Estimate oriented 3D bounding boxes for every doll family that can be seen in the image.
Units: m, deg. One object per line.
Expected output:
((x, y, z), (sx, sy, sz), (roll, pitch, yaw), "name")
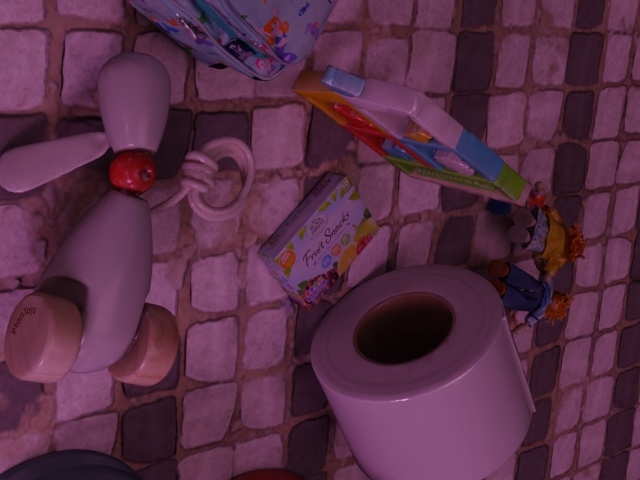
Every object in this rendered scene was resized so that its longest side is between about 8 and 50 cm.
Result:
((0.306, 0.048, 1.604), (0.163, 0.118, 0.262), (21, 89, -45), "doll family")

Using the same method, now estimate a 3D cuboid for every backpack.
((-0.091, -0.297, 1.087), (0.253, 0.191, 0.225), (35, 80, -38), "backpack")

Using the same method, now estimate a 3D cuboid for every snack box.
((0.000, 0.000, 1.362), (0.141, 0.037, 0.100), (-50, 130, -19), "snack box")

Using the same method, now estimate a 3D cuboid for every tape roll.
((0.127, 0.169, 1.392), (0.246, 0.246, 0.169), (-41, 127, -26), "tape roll")

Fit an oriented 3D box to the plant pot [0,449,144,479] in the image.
((-0.239, 0.390, 1.160), (0.293, 0.196, 0.292), (-15, 113, -38), "plant pot")

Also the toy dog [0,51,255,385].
((-0.226, -0.005, 1.106), (0.220, 0.161, 0.333), (43, 59, -39), "toy dog")

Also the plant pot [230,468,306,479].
((-0.022, 0.442, 1.346), (0.275, 0.243, 0.274), (-15, 113, -39), "plant pot")

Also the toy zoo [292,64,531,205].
((0.097, -0.129, 1.302), (0.293, 0.192, 0.030), (31, 81, -43), "toy zoo")
